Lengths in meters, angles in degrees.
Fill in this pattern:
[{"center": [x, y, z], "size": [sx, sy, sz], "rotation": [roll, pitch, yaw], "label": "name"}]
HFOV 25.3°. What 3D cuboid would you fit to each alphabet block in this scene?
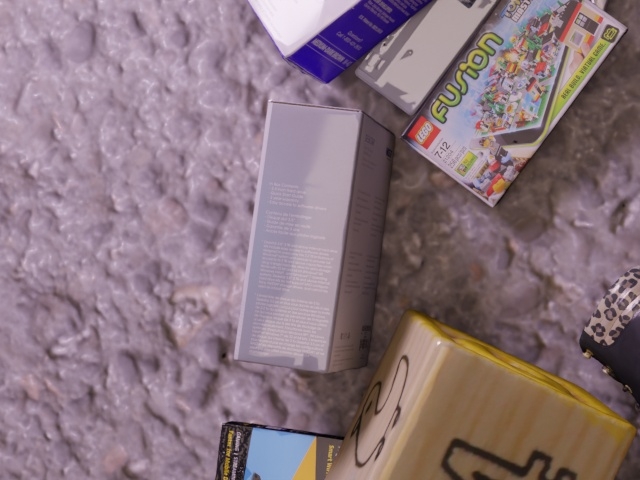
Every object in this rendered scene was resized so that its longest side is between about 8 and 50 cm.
[{"center": [0.131, 0.195, 1.253], "size": [0.193, 0.192, 0.197], "rotation": [25, 92, -8], "label": "alphabet block"}]

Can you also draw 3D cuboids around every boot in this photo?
[{"center": [0.307, 0.157, 1.296], "size": [0.178, 0.085, 0.236], "rotation": [43, 126, 34], "label": "boot"}]

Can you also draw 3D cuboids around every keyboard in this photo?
[{"center": [0.136, -0.241, 1.351], "size": [0.072, 0.014, 0.256], "rotation": [37, 96, 5], "label": "keyboard"}]

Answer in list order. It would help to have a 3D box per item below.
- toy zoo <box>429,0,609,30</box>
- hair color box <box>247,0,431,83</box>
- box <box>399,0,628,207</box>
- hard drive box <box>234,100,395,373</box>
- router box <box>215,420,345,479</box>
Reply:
[{"center": [0.199, -0.308, 1.361], "size": [0.192, 0.030, 0.293], "rotation": [17, 91, 12], "label": "toy zoo"}, {"center": [0.072, -0.325, 1.317], "size": [0.339, 0.110, 0.185], "rotation": [-37, 69, 16], "label": "hair color box"}, {"center": [0.180, -0.146, 1.334], "size": [0.114, 0.036, 0.207], "rotation": [37, 105, 6], "label": "box"}, {"center": [0.000, 0.000, 1.312], "size": [0.089, 0.181, 0.232], "rotation": [8, 88, 13], "label": "hard drive box"}, {"center": [-0.038, 0.271, 1.375], "size": [0.133, 0.046, 0.178], "rotation": [6, 89, 11], "label": "router box"}]
